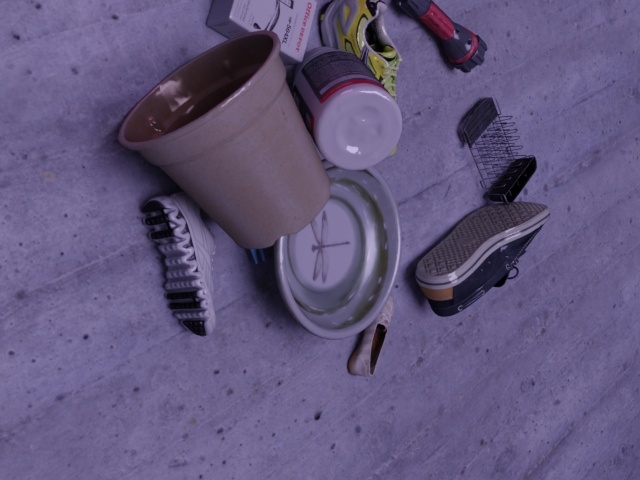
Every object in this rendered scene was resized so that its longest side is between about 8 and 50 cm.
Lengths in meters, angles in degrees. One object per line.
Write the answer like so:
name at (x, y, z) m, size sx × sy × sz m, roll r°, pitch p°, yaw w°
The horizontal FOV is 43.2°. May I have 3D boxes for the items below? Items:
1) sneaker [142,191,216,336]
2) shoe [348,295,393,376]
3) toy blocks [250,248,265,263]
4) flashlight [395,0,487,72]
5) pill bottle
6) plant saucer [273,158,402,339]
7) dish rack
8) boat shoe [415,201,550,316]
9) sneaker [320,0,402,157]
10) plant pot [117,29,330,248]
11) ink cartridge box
sneaker at (-0.245, 0.044, 1.574) m, size 0.118 × 0.110 × 0.292 m, roll -29°, pitch 112°, yaw -48°
shoe at (0.137, 0.231, 1.967) m, size 0.076 × 0.058 × 0.219 m, roll 37°, pitch 67°, yaw -38°
toy blocks at (-0.123, -0.037, 1.711) m, size 0.123 × 0.054 × 0.148 m, roll -28°, pitch 111°, yaw -38°
flashlight at (0.304, -0.543, 2.055) m, size 0.304 × 0.103 × 0.103 m, roll 29°, pitch 76°, yaw -42°
pill bottle at (0.040, -0.288, 1.665) m, size 0.176 × 0.318 × 0.176 m, roll -7°, pitch 123°, yaw -11°
plant saucer at (0.023, 0.013, 1.781) m, size 0.400 × 0.100 × 0.401 m, roll -6°, pitch 99°, yaw -45°
dish rack at (0.497, -0.259, 2.261) m, size 0.208 × 0.074 × 0.272 m, roll -48°, pitch 121°, yaw -37°
boat shoe at (0.441, 0.036, 2.168) m, size 0.500 × 0.186 × 0.156 m, roll -34°, pitch 123°, yaw -34°
sneaker at (0.113, -0.366, 1.853) m, size 0.145 × 0.147 × 0.385 m, roll -36°, pitch 117°, yaw -38°
plant pot at (-0.144, -0.162, 1.492) m, size 0.334 × 0.333 × 0.305 m, roll -51°, pitch 124°, yaw -29°
ink cartridge box at (-0.117, -0.471, 1.672) m, size 0.203 × 0.086 × 0.148 m, roll 22°, pitch 77°, yaw -41°
